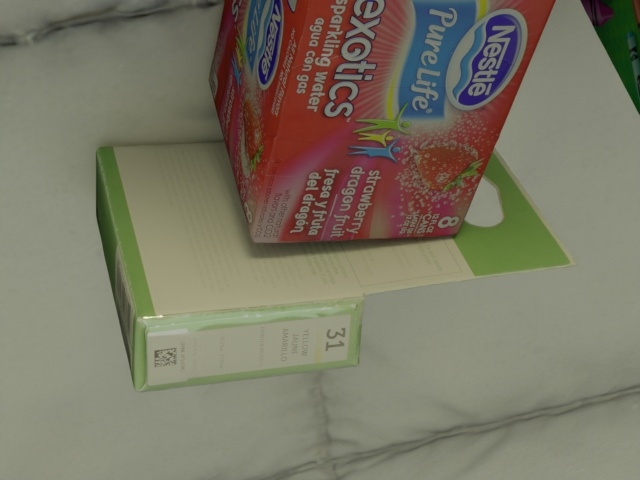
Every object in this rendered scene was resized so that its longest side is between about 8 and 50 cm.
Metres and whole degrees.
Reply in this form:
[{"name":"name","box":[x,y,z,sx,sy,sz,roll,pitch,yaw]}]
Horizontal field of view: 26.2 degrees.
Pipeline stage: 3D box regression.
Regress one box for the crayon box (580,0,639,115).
[{"name":"crayon box","box":[0.287,-0.142,0.711,0.278,0.165,0.081,-12,141,-5]}]

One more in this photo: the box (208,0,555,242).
[{"name":"box","box":[0.031,-0.129,0.667,0.122,0.128,0.257,-1,138,-18]}]

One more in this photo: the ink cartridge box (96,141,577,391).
[{"name":"ink cartridge box","box":[0.000,0.000,0.772,0.235,0.171,0.056,-4,124,-15]}]
